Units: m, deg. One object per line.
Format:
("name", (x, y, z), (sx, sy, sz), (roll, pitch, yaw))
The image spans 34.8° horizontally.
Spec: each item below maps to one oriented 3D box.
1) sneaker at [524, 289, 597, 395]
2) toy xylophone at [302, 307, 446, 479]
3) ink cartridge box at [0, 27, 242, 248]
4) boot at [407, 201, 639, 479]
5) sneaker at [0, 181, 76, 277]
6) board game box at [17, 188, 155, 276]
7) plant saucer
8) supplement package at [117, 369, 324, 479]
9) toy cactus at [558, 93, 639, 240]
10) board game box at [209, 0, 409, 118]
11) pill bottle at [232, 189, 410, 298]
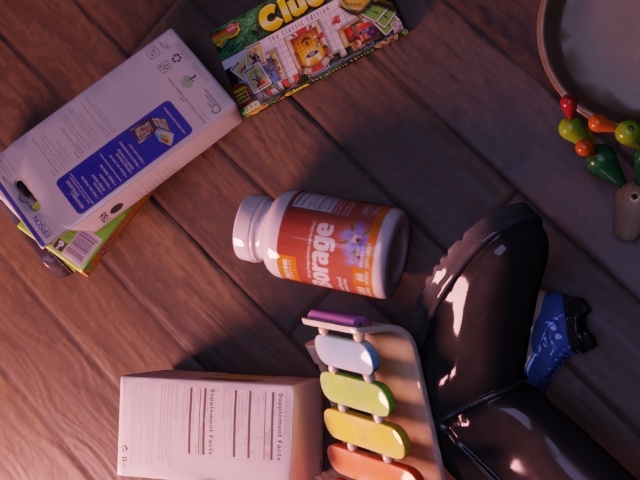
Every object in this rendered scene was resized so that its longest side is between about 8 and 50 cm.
("sneaker", (0.297, 0.140, 1.268), (0.084, 0.058, 0.152), (6, 81, 27))
("toy xylophone", (0.055, 0.229, 1.248), (0.236, 0.081, 0.323), (-11, 98, 58))
("ink cartridge box", (-0.289, -0.137, 1.431), (0.332, 0.065, 0.165), (-36, 73, -8))
("boot", (0.278, 0.226, 1.128), (0.445, 0.146, 0.367), (51, 143, 27))
("sneaker", (-0.411, -0.049, 1.524), (0.097, 0.084, 0.235), (-39, 78, -7))
("board game box", (-0.305, -0.087, 1.466), (0.124, 0.039, 0.259), (33, 81, 14))
("plant saucer", (0.411, -0.268, 1.270), (0.277, 0.041, 0.278), (-2, 85, 18))
("supplement package", (-0.129, 0.247, 1.363), (0.244, 0.139, 0.134), (1, 87, 17))
("toy cactus", (0.384, -0.088, 1.223), (0.218, 0.112, 0.181), (13, 127, 12))
("board game box", (-0.019, -0.289, 1.423), (0.259, 0.030, 0.136), (-26, 76, 15))
("pill bottle", (0.000, 0.000, 1.346), (0.216, 0.121, 0.121), (10, 89, 19))
